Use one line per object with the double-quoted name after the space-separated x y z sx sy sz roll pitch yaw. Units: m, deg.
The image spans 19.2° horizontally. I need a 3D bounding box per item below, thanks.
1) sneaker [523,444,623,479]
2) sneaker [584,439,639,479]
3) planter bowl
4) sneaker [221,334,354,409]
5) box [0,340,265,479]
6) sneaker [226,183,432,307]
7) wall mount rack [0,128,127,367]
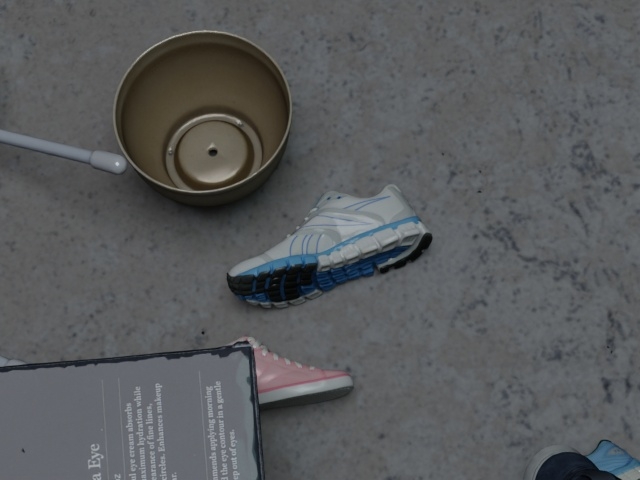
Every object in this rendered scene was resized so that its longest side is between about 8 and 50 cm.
0.223 0.288 1.511 0.086 0.163 0.226 -10 97 -15 "sneaker"
0.204 0.228 1.634 0.162 0.063 0.073 -27 51 -11 "sneaker"
-0.104 -0.097 1.741 0.162 0.109 0.162 -1 68 2 "planter bowl"
-0.040 0.114 1.685 0.134 0.051 0.070 -9 73 4 "sneaker"
-0.194 0.275 1.532 0.312 0.179 0.343 -4 76 -3 "box"
0.000 0.000 1.726 0.190 0.071 0.083 -17 62 -13 "sneaker"
-0.355 -0.022 1.697 0.304 0.130 0.350 22 81 -5 "wall mount rack"
